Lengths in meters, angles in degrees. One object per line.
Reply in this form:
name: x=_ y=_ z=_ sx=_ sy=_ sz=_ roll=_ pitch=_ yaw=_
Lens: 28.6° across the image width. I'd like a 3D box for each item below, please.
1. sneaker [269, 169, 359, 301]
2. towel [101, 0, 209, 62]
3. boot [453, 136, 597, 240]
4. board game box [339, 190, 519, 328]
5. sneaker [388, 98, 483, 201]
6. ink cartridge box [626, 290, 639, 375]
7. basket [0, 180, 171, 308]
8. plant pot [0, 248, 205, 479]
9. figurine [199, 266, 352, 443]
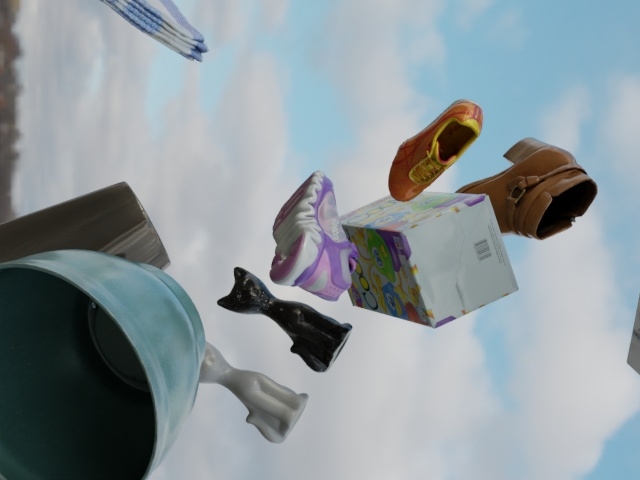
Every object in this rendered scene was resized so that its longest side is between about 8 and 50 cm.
sneaker: x=0.000 y=0.000 z=1.622 sx=0.095 sy=0.105 sz=0.236 roll=-50 pitch=-162 yaw=28
towel: x=-0.253 y=-0.309 z=1.354 sx=0.034 sy=0.285 sz=0.209 roll=-47 pitch=-131 yaw=11
boot: x=0.313 y=-0.031 z=2.033 sx=0.283 sy=0.109 sz=0.220 roll=-43 pitch=-153 yaw=3
board game box: x=0.135 y=0.020 z=1.786 sx=0.275 sy=0.142 sz=0.144 roll=9 pitch=-60 yaw=69
sneaker: x=0.135 y=-0.106 z=1.561 sx=0.175 sy=0.064 sz=0.067 roll=-51 pitch=-168 yaw=39
ink cartridge box: x=0.498 y=0.104 z=1.523 sx=0.168 sy=0.171 sz=0.232 roll=46 pitch=-15 yaw=28
basket: x=-0.321 y=0.030 z=1.608 sx=0.204 sy=0.227 sz=0.154 roll=56 pitch=-12 yaw=18
plant pot: x=-0.253 y=0.134 z=1.425 sx=0.196 sy=0.293 sz=0.293 roll=-33 pitch=135 yaw=-57
figurine: x=-0.093 y=0.169 z=1.920 sx=0.215 sy=0.209 sz=0.092 roll=-57 pitch=173 yaw=-21
